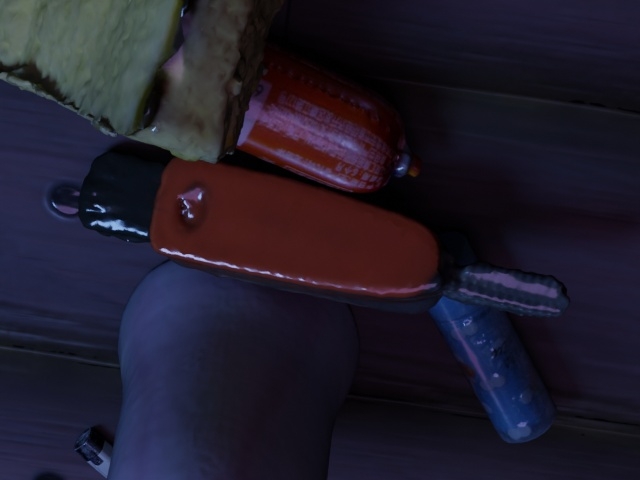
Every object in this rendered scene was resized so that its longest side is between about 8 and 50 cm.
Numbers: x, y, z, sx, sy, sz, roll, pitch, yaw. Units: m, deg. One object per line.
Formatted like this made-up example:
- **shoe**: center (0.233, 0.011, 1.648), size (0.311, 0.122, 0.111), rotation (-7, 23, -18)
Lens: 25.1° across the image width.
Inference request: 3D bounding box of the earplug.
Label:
- **earplug**: center (-0.062, 0.151, 0.895), size (0.172, 0.301, 0.172), rotation (1, 120, 1)

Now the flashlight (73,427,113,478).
- **flashlight**: center (-0.148, 0.173, 1.073), size (0.018, 0.018, 0.083), rotation (-36, 112, 22)

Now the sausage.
- **sausage**: center (-0.057, -0.098, 0.885), size (0.274, 0.074, 0.074), rotation (24, 118, -11)

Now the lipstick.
- **lipstick**: center (0.112, 0.069, 0.988), size (0.048, 0.048, 0.158), rotation (-23, 117, 14)

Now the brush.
- **brush**: center (0.000, 0.000, 0.917), size (0.323, 0.051, 0.070), rotation (12, 82, 7)

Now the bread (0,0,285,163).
- **bread**: center (-0.089, -0.185, 0.708), size (0.198, 0.236, 0.263), rotation (16, 96, -9)
